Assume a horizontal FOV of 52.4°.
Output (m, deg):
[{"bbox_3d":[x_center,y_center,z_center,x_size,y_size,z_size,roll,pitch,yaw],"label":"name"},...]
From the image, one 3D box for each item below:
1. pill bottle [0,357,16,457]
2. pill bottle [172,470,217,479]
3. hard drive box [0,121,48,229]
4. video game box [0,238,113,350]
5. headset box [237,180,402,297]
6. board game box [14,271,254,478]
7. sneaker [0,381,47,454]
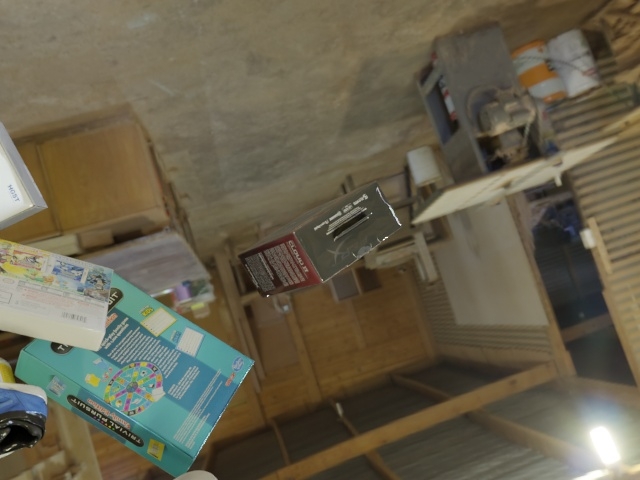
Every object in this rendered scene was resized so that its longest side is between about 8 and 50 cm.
[{"bbox_3d":[-0.541,0.251,1.040,0.103,0.184,0.103,-23,148,-15],"label":"pill bottle"},{"bbox_3d":[-0.156,0.443,0.948,0.121,0.216,0.121,-13,-150,8],"label":"pill bottle"},{"bbox_3d":[-0.640,-0.086,1.146,0.232,0.181,0.089,-26,-176,-7],"label":"hard drive box"},{"bbox_3d":[-0.442,0.082,1.032,0.205,0.187,0.048,18,116,-21],"label":"video game box"},{"bbox_3d":[0.000,0.000,1.273,0.218,0.110,0.293,-33,-173,-30],"label":"headset box"},{"bbox_3d":[-0.323,0.232,1.181,0.079,0.336,0.253,-58,180,35],"label":"board game box"},{"bbox_3d":[-0.394,0.204,0.748,0.152,0.084,0.058,17,113,-32],"label":"sneaker"}]
